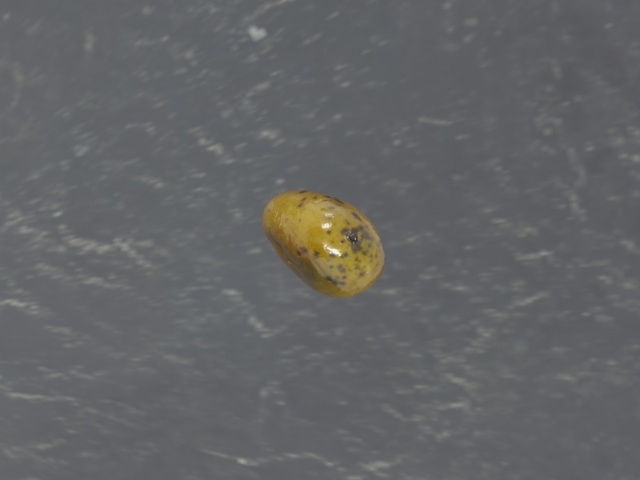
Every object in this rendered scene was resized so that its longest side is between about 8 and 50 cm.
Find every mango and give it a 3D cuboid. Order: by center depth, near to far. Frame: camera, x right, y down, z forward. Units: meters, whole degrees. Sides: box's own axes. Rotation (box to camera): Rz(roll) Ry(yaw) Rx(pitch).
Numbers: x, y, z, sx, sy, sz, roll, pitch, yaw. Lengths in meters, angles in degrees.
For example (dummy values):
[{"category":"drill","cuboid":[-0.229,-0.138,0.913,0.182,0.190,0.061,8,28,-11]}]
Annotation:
[{"category":"mango","cuboid":[0.000,0.000,1.375,0.057,0.114,0.079,-44,121,-12]}]
